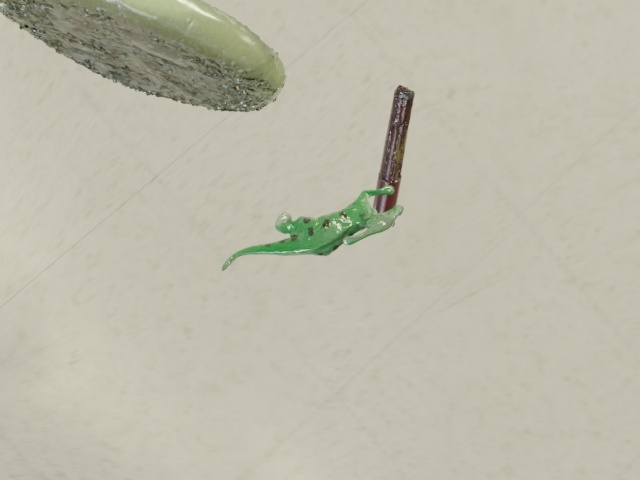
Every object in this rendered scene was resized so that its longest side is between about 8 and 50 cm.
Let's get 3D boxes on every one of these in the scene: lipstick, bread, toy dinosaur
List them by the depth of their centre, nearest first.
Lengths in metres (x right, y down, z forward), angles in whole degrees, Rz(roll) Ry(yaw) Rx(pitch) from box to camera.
[{"bbox_3d":[0.000,0.000,0.725,0.083,0.062,0.021,-34,113,-14],"label":"toy dinosaur"},{"bbox_3d":[-0.156,-0.167,1.293,0.267,0.267,0.040,23,80,-12],"label":"bread"},{"bbox_3d":[0.073,-0.085,1.612,0.027,0.176,0.027,4,42,-4],"label":"lipstick"}]
